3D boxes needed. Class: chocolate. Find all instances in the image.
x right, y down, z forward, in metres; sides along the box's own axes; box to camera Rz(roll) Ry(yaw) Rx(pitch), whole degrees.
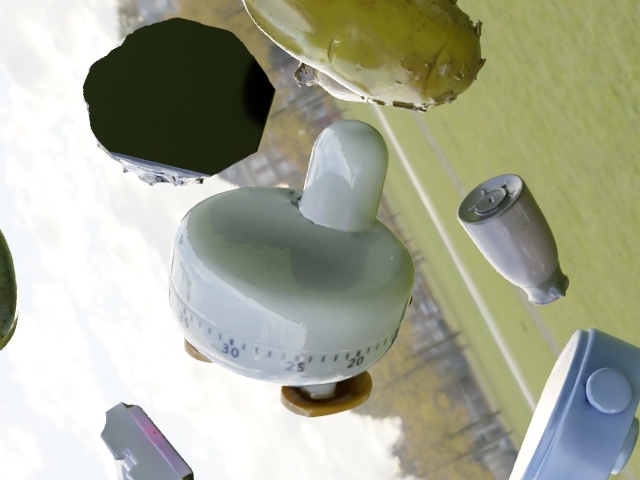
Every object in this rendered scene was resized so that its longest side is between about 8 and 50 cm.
[{"bbox_3d":[-0.176,-0.144,1.290,0.177,0.224,0.206,102,-178,-66],"label":"chocolate"}]

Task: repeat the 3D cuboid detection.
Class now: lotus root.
[{"bbox_3d":[0.098,-0.361,2.173,0.146,0.304,0.130,29,-108,-69],"label":"lotus root"},{"bbox_3d":[-0.567,0.085,1.711,0.140,0.158,0.322,-1,-125,-40],"label":"lotus root"}]

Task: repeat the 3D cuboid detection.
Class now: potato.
[{"bbox_3d":[0.050,-0.258,1.186,0.300,0.140,0.172,25,-127,-14],"label":"potato"}]

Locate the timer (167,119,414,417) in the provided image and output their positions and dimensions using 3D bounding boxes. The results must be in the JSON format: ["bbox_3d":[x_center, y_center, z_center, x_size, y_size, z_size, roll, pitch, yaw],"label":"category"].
[{"bbox_3d":[-0.023,0.017,0.961,0.233,0.234,0.240,-112,29,-56],"label":"timer"}]

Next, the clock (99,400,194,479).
[{"bbox_3d":[-0.260,0.390,1.608,0.253,0.083,0.186,36,144,45],"label":"clock"}]

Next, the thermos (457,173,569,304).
[{"bbox_3d":[0.282,0.004,1.483,0.193,0.105,0.137,51,171,-26],"label":"thermos"}]

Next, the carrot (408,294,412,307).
[{"bbox_3d":[0.087,0.113,1.730,0.191,0.047,0.047,-13,-108,-46],"label":"carrot"}]

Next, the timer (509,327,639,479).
[{"bbox_3d":[0.493,0.345,1.897,0.173,0.394,0.395,24,177,10],"label":"timer"}]
